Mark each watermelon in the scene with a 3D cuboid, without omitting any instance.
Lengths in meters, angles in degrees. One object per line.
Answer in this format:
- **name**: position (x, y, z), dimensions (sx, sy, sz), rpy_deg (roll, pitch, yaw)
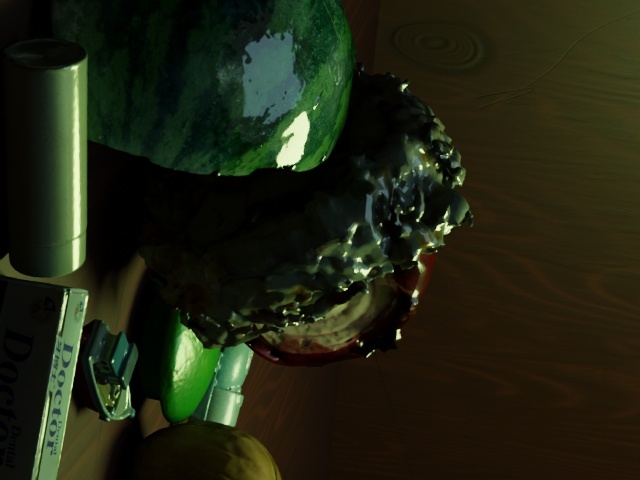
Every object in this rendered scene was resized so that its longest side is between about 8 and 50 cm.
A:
- **watermelon**: position (-0.113, -0.151, 1.353), dimensions (0.319, 0.292, 0.222), rpy_deg (103, -3, -55)

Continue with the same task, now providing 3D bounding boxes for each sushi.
- **sushi**: position (-0.027, -0.052, 1.646), dimensions (0.175, 0.418, 0.417), rpy_deg (61, 31, -33)

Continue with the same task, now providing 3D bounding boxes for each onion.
- **onion**: position (-0.008, 0.000, 1.969), dimensions (0.341, 0.341, 0.341), rpy_deg (9, 90, -82)

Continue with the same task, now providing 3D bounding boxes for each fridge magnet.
- **fridge magnet**: position (-0.176, 0.131, 1.828), dimensions (0.208, 0.088, 0.208), rpy_deg (8, 90, -81)

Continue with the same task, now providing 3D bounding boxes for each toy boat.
- **toy boat**: position (-0.232, 0.149, 1.567), dimensions (0.173, 0.059, 0.069), rpy_deg (88, 14, -54)

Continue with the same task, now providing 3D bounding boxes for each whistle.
- **whistle**: position (-0.149, 0.203, 2.070), dimensions (0.186, 0.093, 0.273), rpy_deg (100, 1, -76)

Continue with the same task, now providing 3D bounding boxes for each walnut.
- **walnut**: position (-0.148, 0.312, 1.825), dimensions (0.167, 0.207, 0.167), rpy_deg (9, 90, -67)

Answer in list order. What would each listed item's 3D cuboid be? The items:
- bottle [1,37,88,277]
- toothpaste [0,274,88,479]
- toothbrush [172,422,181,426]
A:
- **bottle**: position (-0.239, -0.070, 1.240), dimensions (0.072, 0.072, 0.201), rpy_deg (-66, 163, -60)
- **toothpaste**: position (-0.278, 0.201, 1.250), dimensions (0.067, 0.081, 0.336), rpy_deg (20, 79, -78)
- **toothbrush**: position (-0.207, 0.260, 2.026), dimensions (0.017, 0.014, 0.162), rpy_deg (21, 78, -65)
